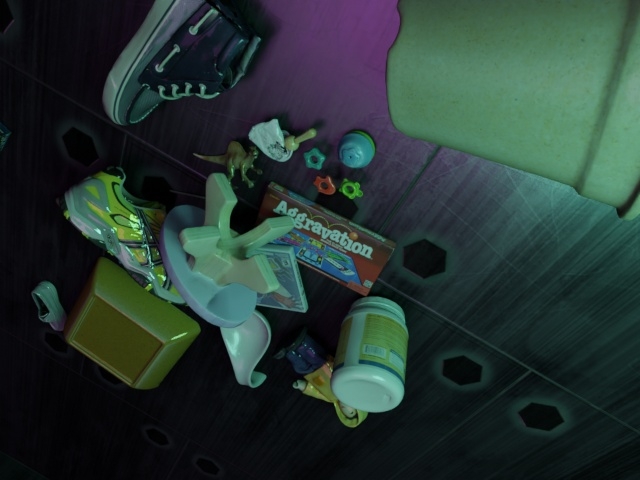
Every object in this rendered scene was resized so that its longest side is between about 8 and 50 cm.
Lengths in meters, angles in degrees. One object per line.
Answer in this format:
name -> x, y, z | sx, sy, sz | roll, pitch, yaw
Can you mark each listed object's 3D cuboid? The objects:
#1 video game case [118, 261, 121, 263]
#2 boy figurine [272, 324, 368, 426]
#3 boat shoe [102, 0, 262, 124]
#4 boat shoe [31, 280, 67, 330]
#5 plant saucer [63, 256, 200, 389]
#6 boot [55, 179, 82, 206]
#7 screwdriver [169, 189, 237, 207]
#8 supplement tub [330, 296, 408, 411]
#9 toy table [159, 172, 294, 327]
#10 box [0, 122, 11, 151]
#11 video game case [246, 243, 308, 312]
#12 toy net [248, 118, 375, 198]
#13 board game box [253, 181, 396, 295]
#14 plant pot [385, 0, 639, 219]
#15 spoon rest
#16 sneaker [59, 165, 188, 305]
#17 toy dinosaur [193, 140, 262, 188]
video game case -> -0.460, -0.002, 1.153 | 0.119, 0.015, 0.166 | 12, 125, 14
boy figurine -> 0.008, 0.344, 1.154 | 0.177, 0.092, 0.285 | -33, 102, 31
boat shoe -> -0.246, -0.287, 0.816 | 0.158, 0.127, 0.340 | 47, 125, -3
boat shoe -> -0.807, 0.207, 1.388 | 0.066, 0.063, 0.184 | 16, 125, 11
plant saucer -> -0.547, 0.259, 1.291 | 0.333, 0.081, 0.332 | 37, 120, -5
boot -> -0.578, -0.105, 1.120 | 0.119, 0.042, 0.086 | 25, 120, 2
screwdriver -> -0.256, -0.096, 1.019 | 0.170, 0.025, 0.024 | 15, 126, 22
supplement tub -> 0.105, 0.229, 0.960 | 0.145, 0.199, 0.144 | 8, 134, 9
toy table -> -0.186, 0.013, 0.894 | 0.161, 0.252, 0.274 | -42, 81, 37
box -> -0.862, -0.290, 1.101 | 0.159, 0.044, 0.233 | -34, 105, 34
video game case -> -0.138, 0.081, 1.060 | 0.202, 0.023, 0.183 | 5, 129, 22
toy net -> -0.021, -0.160, 0.870 | 0.233, 0.045, 0.122 | 18, 128, 11
board game box -> 0.000, 0.000, 0.973 | 0.282, 0.027, 0.145 | 26, 126, 3
plant pot -> 0.261, -0.220, 0.582 | 0.306, 0.334, 0.333 | 16, 126, 25
spoon rest -> -0.184, 0.277, 1.186 | 0.138, 0.084, 0.276 | 9, 125, 15
sneaker -> -0.378, 0.003, 1.045 | 0.147, 0.145, 0.384 | -42, 121, -2
toy dinosaur -> -0.169, -0.152, 0.933 | 0.183, 0.053, 0.092 | 3, 116, 40
